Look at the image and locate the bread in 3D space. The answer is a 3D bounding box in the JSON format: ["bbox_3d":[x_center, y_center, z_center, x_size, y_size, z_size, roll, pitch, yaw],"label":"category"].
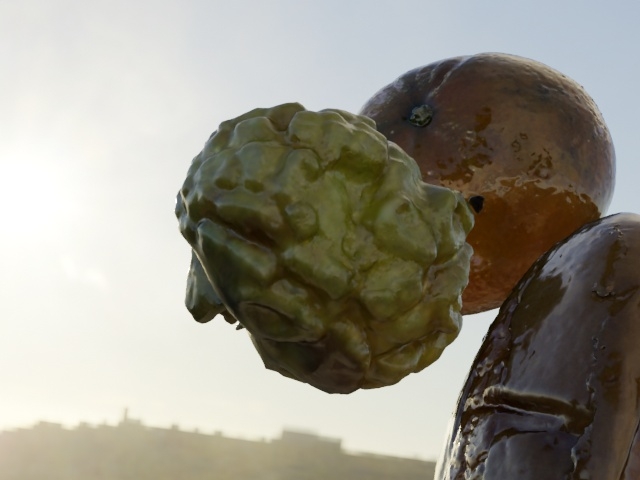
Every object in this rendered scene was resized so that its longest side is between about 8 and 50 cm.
[{"bbox_3d":[0.150,0.116,0.854,0.142,0.270,0.195,28,-28,-12],"label":"bread"}]

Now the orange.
[{"bbox_3d":[0.120,-0.054,1.271,0.240,0.240,0.171,3,-38,34],"label":"orange"}]

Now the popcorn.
[{"bbox_3d":[0.001,0.003,1.066,0.218,0.169,0.189,48,-19,-8],"label":"popcorn"}]
